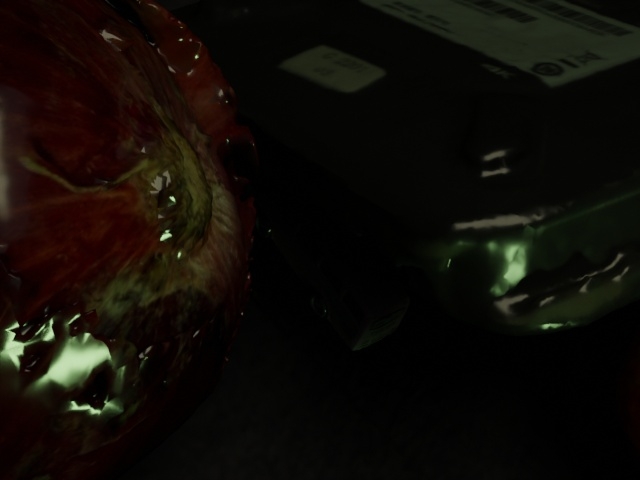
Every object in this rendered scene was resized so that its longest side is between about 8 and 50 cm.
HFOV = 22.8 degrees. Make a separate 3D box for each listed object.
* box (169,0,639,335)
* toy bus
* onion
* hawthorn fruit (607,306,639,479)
[{"bbox_3d":[0.113,-0.086,0.886,0.350,0.091,0.359,-17,32,-30],"label":"box"},{"bbox_3d":[0.000,0.000,0.911,0.037,0.052,0.130,-25,69,-26],"label":"toy bus"},{"bbox_3d":[-0.159,-0.002,0.756,0.276,0.276,0.276,8,57,-12],"label":"onion"},{"bbox_3d":[0.265,0.118,0.832,0.215,0.215,0.249,-9,64,-22],"label":"hawthorn fruit"}]
